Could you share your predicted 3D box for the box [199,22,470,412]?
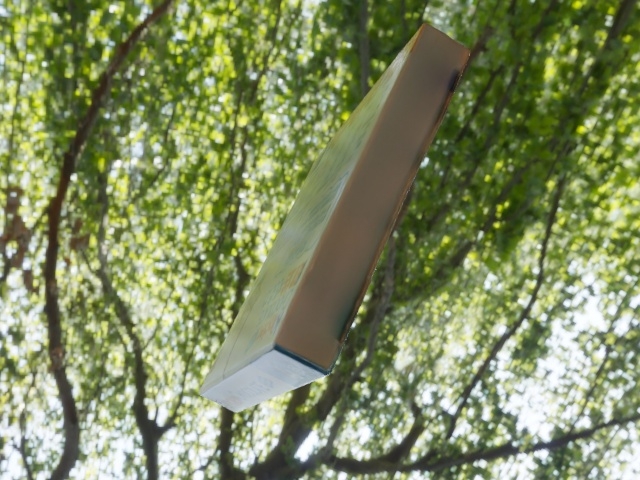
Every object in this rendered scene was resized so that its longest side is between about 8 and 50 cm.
[{"bbox_3d":[0.000,0.000,0.653,0.048,0.273,0.264,29,-112,-8],"label":"box"}]
